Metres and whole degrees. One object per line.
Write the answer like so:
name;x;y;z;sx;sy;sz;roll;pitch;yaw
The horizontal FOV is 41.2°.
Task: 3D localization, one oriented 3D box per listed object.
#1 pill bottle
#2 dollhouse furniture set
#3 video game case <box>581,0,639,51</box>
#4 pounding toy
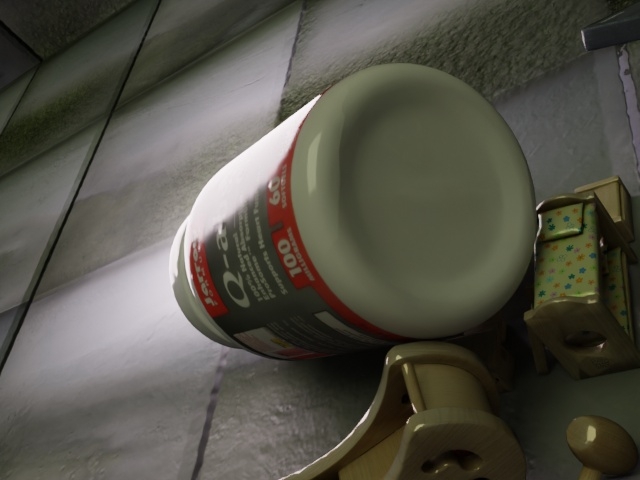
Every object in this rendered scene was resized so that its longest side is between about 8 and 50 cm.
pill bottle;0.000;0.000;0.765;0.363;0.210;0.210;-24;35;60
dollhouse furniture set;0.171;0.020;0.720;0.161;0.101;0.182;-19;42;33
video game case;0.392;-0.220;0.725;0.274;0.026;0.196;-5;19;45
pounding toy;0.080;0.183;0.598;0.269;0.154;0.155;-34;35;16
